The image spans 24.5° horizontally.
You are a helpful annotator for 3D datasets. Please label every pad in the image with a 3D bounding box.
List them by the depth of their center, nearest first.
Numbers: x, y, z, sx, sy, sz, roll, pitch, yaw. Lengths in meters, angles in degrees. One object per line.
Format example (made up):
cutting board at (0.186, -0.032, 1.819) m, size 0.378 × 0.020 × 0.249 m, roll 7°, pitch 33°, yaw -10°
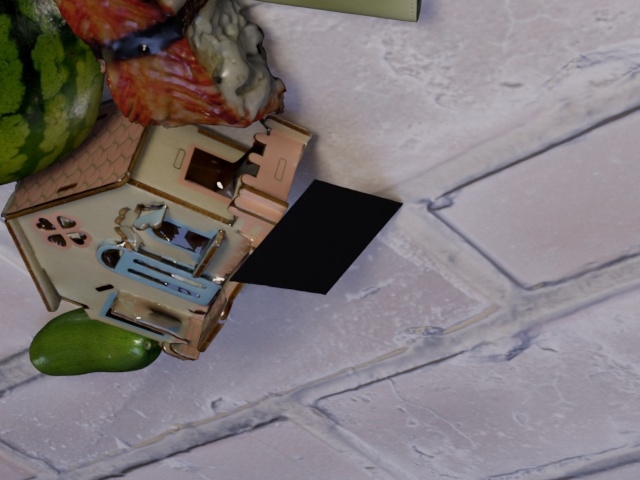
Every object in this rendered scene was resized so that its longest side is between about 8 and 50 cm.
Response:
pad at (0.000, 0.000, 1.418) m, size 0.127 × 0.004 × 0.190 m, roll -49°, pitch 155°, yaw 15°

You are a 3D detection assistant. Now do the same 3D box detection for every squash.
squash at (-0.263, 0.115, 1.720) m, size 0.082 × 0.082 × 0.292 m, roll 35°, pitch 157°, yaw -25°

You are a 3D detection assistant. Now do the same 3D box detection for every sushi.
sushi at (-0.141, -0.204, 1.248) m, size 0.124 × 0.130 × 0.332 m, roll -1°, pitch 136°, yaw 29°

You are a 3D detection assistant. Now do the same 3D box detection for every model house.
model house at (-0.185, -0.020, 1.466) m, size 0.244 × 0.169 × 0.326 m, roll 25°, pitch 144°, yaw -10°

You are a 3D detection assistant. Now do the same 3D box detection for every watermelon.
watermelon at (-0.294, -0.133, 1.326) m, size 0.159 × 0.128 × 0.303 m, roll 25°, pitch 133°, yaw 9°

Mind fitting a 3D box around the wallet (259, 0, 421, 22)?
wallet at (0.007, -0.234, 1.215) m, size 0.155 × 0.039 × 0.110 m, roll 9°, pitch 147°, yaw 9°
